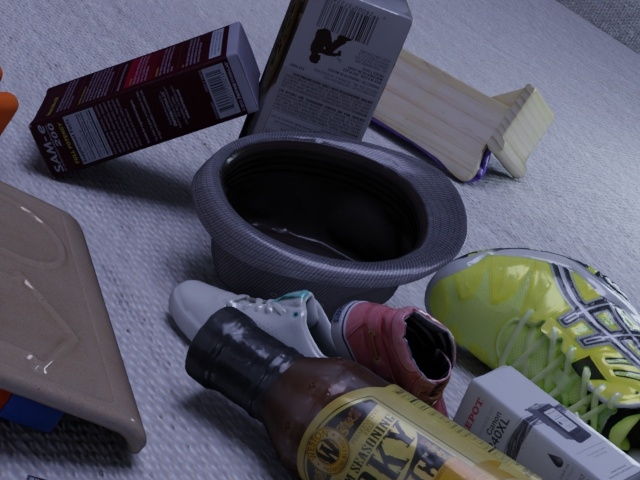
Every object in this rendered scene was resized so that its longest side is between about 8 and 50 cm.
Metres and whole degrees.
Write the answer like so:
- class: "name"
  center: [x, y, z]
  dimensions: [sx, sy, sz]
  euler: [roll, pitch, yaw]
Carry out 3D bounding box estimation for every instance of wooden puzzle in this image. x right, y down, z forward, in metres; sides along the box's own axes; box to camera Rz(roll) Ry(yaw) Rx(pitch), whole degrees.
- class: "wooden puzzle"
  center: [-0.310, 0.019, 0.960]
  dimensions: [0.348, 0.080, 0.322]
  euler: [33, 15, -33]

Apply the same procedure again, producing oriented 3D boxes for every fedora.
- class: "fedora"
  center: [0.000, 0.000, 1.242]
  dimensions: [0.275, 0.124, 0.244]
  euler: [5, 39, -14]

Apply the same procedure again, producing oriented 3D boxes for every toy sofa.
- class: "toy sofa"
  center: [0.166, -0.222, 1.913]
  dimensions: [0.362, 0.177, 0.150]
  euler: [34, 1, 26]

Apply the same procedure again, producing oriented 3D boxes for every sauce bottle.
- class: "sauce bottle"
  center: [0.042, 0.169, 0.973]
  dimensions: [0.344, 0.111, 0.111]
  euler: [30, 24, 21]

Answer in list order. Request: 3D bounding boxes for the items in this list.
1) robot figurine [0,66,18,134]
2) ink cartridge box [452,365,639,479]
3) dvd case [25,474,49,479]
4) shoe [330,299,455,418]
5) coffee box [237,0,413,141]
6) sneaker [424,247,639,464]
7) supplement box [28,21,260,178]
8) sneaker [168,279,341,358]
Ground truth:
- class: "robot figurine"
  center: [-0.413, -0.137, 1.210]
  dimensions: [0.128, 0.158, 0.219]
  euler: [4, 7, 41]
- class: "ink cartridge box"
  center: [0.177, 0.193, 1.029]
  dimensions: [0.150, 0.109, 0.063]
  euler: [37, 30, 32]
- class: "dvd case"
  center: [-0.152, 0.206, 0.839]
  dimensions: [0.119, 0.013, 0.087]
  euler: [16, 24, -10]
- class: "shoe"
  center: [0.082, 0.123, 1.034]
  dimensions: [0.081, 0.178, 0.063]
  euler: [-1, 40, 46]
- class: "coffee box"
  center: [-0.010, -0.155, 1.382]
  dimensions: [0.119, 0.297, 0.168]
  euler: [19, 24, -10]
- class: "sneaker"
  center: [0.274, 0.128, 1.217]
  dimensions: [0.384, 0.145, 0.147]
  euler: [27, 23, 16]
- class: "supplement box"
  center: [-0.190, -0.156, 1.352]
  dimensions: [0.239, 0.073, 0.130]
  euler: [-17, 25, 7]
- class: "sneaker"
  center: [-0.042, 0.077, 1.111]
  dimensions: [0.212, 0.094, 0.080]
  euler: [31, 26, 22]
